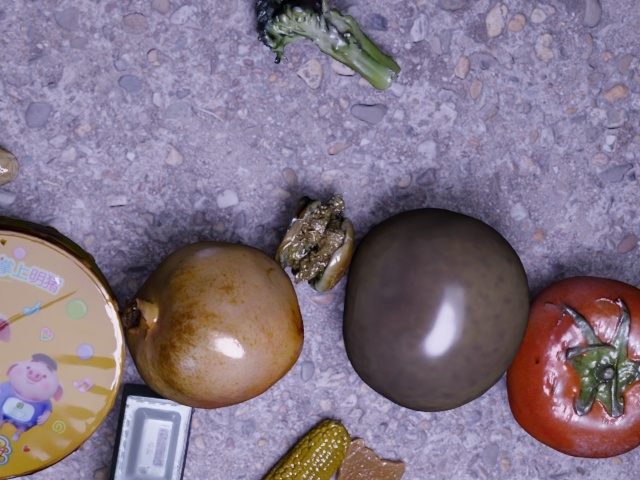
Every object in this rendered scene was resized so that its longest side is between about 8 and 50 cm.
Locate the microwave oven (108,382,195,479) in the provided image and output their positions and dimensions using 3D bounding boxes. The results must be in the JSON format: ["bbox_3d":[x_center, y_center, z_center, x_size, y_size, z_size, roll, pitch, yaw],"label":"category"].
[{"bbox_3d":[-0.299,0.370,1.787,0.122,0.162,0.208,9,90,-14],"label":"microwave oven"}]

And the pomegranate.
[{"bbox_3d":[-0.186,0.141,1.706,0.319,0.319,0.319,-1,96,-13],"label":"pomegranate"}]

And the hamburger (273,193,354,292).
[{"bbox_3d":[0.000,0.000,1.820,0.131,0.159,0.185,24,81,1],"label":"hamburger"}]

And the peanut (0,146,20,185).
[{"bbox_3d":[-0.596,-0.127,1.706,0.174,0.080,0.080,-4,97,-13],"label":"peanut"}]

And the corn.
[{"bbox_3d":[-0.055,0.459,1.887,0.102,0.102,0.313,43,81,-14],"label":"corn"}]

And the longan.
[{"bbox_3d":[0.196,0.124,1.807,0.360,0.361,0.361,-1,96,-13],"label":"longan"}]

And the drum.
[{"bbox_3d":[-0.533,0.172,1.684,0.431,0.214,0.431,-2,97,-14],"label":"drum"}]

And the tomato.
[{"bbox_3d":[0.497,0.231,1.905,0.341,0.273,0.342,0,93,-3],"label":"tomato"}]

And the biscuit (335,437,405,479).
[{"bbox_3d":[0.095,0.496,1.955,0.162,0.035,0.250,-16,99,-6],"label":"biscuit"}]

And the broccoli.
[{"bbox_3d":[0.023,-0.367,1.805,0.304,0.165,0.146,34,56,-27],"label":"broccoli"}]
